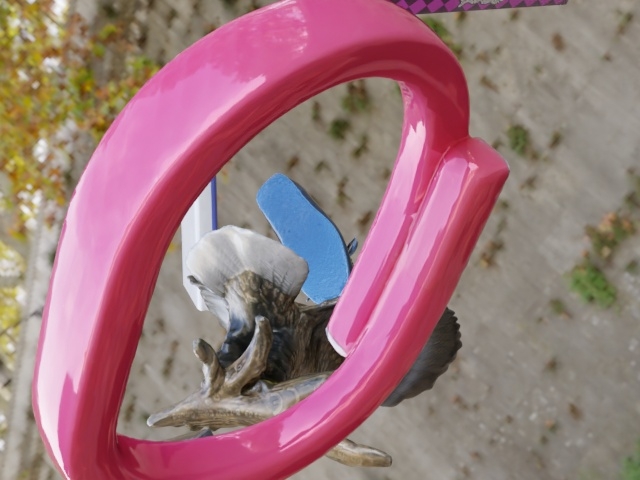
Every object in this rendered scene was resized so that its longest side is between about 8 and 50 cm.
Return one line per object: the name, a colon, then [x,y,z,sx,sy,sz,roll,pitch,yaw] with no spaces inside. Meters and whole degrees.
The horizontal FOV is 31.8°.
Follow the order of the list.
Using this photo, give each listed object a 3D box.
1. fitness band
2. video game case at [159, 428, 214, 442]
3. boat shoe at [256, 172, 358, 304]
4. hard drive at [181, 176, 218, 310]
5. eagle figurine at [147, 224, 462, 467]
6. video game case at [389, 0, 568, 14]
fitness band: [-0.026,0.020,0.524,0.209,0.054,0.290,-10,-45,-35]
video game case: [-0.156,0.368,1.423,0.035,0.248,0.275,-34,6,-39]
boat shoe: [0.000,0.000,1.590,0.109,0.258,0.089,-36,-40,15]
hard drive: [-0.213,-0.058,1.963,0.210,0.040,0.318,-142,50,-72]
eagle figurine: [-0.026,0.100,0.969,0.225,0.226,0.298,-45,-5,22]
video game case: [0.062,-0.250,0.896,0.232,0.210,0.041,-13,-43,-39]
